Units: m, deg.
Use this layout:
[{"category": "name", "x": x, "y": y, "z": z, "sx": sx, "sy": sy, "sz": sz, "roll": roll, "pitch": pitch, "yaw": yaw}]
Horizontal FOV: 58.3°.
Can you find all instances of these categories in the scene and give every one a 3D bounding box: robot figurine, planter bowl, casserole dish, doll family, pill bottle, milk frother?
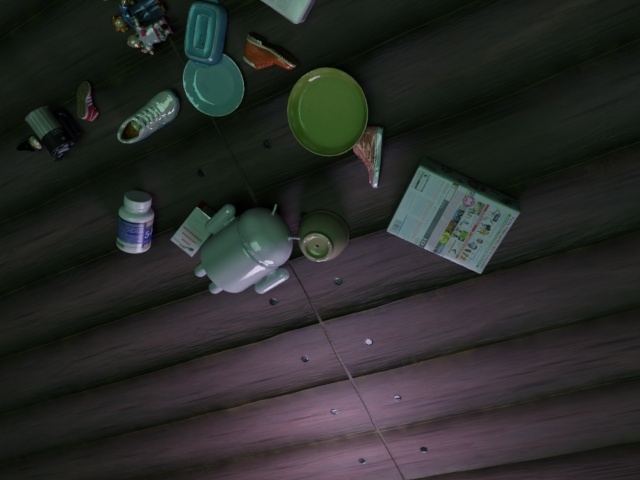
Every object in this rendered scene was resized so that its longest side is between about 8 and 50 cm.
[{"category": "robot figurine", "x": -0.229, "y": 0.028, "z": 1.780, "sx": 0.354, "sy": 0.199, "sz": 0.300, "roll": -33, "pitch": 105, "yaw": 25}, {"category": "planter bowl", "x": 0.000, "y": 0.000, "z": 1.763, "sx": 0.162, "sy": 0.109, "sz": 0.161, "roll": 6, "pitch": 117, "yaw": 11}, {"category": "casserole dish", "x": -0.322, "y": -0.574, "z": 1.585, "sx": 0.114, "sy": 0.037, "sz": 0.188, "roll": 16, "pitch": 109, "yaw": 10}, {"category": "doll family", "x": -0.521, "y": -0.652, "z": 1.586, "sx": 0.163, "sy": 0.118, "sz": 0.262, "roll": -17, "pitch": 128, "yaw": 14}, {"category": "pill bottle", "x": -0.605, "y": -0.063, "z": 1.879, "sx": 0.112, "sy": 0.112, "sz": 0.186, "roll": 18, "pitch": 119, "yaw": 5}, {"category": "milk frother", "x": -0.846, "y": -0.329, "z": 1.803, "sx": 0.143, "sy": 0.129, "sz": 0.134, "roll": -32, "pitch": 95, "yaw": 30}]

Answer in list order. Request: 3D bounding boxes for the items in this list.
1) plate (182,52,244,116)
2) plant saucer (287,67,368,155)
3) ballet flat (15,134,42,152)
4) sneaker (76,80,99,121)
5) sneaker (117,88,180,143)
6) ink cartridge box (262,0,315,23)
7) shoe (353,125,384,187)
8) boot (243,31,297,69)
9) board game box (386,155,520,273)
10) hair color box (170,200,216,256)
[{"category": "plate", "x": -0.307, "y": -0.455, "z": 1.663, "sx": 0.188, "sy": 0.024, "sz": 0.188, "roll": 5, "pitch": 116, "yaw": 11}, {"category": "plant saucer", "x": 0.023, "y": -0.358, "z": 1.600, "sx": 0.241, "sy": 0.037, "sz": 0.240, "roll": 7, "pitch": 109, "yaw": 21}, {"category": "ballet flat", "x": -0.928, "y": -0.301, "z": 1.832, "sx": 0.173, "sy": 0.049, "sz": 0.057, "roll": 1, "pitch": 122, "yaw": 52}, {"category": "sneaker", "x": -0.716, "y": -0.427, "z": 1.773, "sx": 0.042, "sy": 0.067, "sz": 0.118, "roll": 4, "pitch": 86, "yaw": 15}, {"category": "sneaker", "x": -0.513, "y": -0.364, "z": 1.720, "sx": 0.229, "sy": 0.092, "sz": 0.087, "roll": -34, "pitch": 102, "yaw": 24}, {"category": "ink cartridge box", "x": -0.087, "y": -0.746, "z": 1.436, "sx": 0.261, "sy": 0.066, "sz": 0.296, "roll": 34, "pitch": 120, "yaw": -1}, {"category": "shoe", "x": 0.135, "y": -0.241, "z": 1.640, "sx": 0.081, "sy": 0.063, "sz": 0.177, "roll": 6, "pitch": 112, "yaw": 12}, {"category": "boot", "x": -0.141, "y": -0.500, "z": 1.585, "sx": 0.158, "sy": 0.059, "sz": 0.084, "roll": 31, "pitch": 122, "yaw": 7}, {"category": "board game box", "x": 0.376, "y": -0.072, "z": 1.643, "sx": 0.304, "sy": 0.097, "sz": 0.223, "roll": 26, "pitch": 120, "yaw": 2}, {"category": "hair color box", "x": -0.404, "y": -0.037, "z": 1.876, "sx": 0.093, "sy": 0.053, "sz": 0.167, "roll": 40, "pitch": 117, "yaw": -9}]
